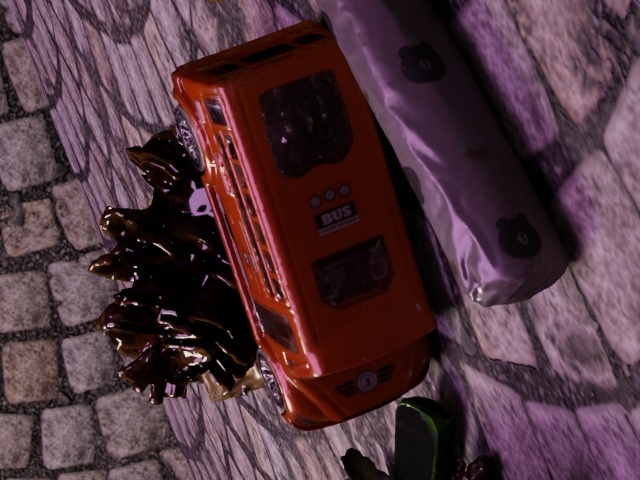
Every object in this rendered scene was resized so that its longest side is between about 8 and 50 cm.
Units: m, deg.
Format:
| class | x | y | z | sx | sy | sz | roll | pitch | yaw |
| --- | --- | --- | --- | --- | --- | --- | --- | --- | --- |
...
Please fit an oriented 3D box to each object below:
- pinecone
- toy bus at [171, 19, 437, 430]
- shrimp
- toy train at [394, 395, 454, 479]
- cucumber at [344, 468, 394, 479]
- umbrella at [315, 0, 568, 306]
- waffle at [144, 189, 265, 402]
| class | x | y | z | sx | sy | sz | roll | pitch | yaw |
| --- | --- | --- | --- | --- | --- | --- | --- | --- | --- |
| pinecone | -0.095 | 0.015 | 1.505 | 0.243 | 0.257 | 0.243 | 19 | 137 | 19 |
| toy bus | 0.000 | 0.000 | 1.339 | 0.153 | 0.143 | 0.329 | 28 | 137 | 67 |
| shrimp | 0.085 | 0.211 | 1.446 | 0.148 | 0.035 | 0.195 | 30 | 151 | 15 |
| toy train | 0.094 | 0.188 | 1.478 | 0.044 | 0.042 | 0.209 | 25 | 148 | 19 |
| cucumber | 0.062 | 0.269 | 1.689 | 0.112 | 0.064 | 0.064 | 13 | 124 | 69 |
| umbrella | 0.059 | -0.111 | 1.091 | 0.073 | 0.067 | 0.337 | 0 | -121 | -59 |
| waffle | -0.102 | 0.040 | 1.834 | 0.261 | 0.114 | 0.376 | 66 | 166 | 3 |
